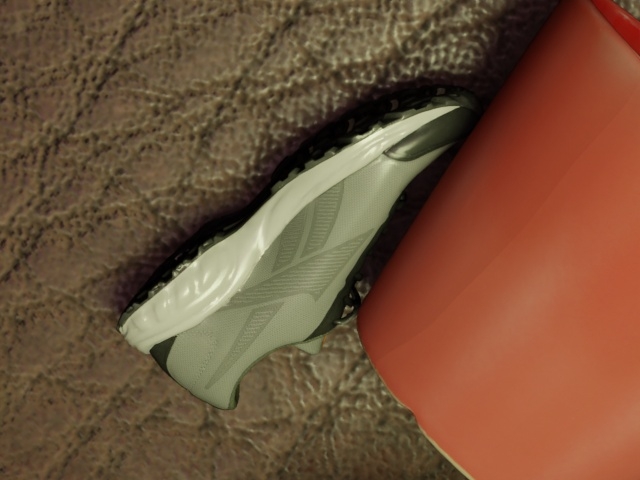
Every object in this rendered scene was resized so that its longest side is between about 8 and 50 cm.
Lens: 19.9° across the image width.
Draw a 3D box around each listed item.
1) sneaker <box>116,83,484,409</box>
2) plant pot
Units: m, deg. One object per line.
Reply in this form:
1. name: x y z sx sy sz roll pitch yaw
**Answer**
1. sneaker: 0.000 0.000 1.161 0.271 0.100 0.108 -40 98 12
2. plant pot: 0.171 0.025 1.094 0.275 0.275 0.243 42 106 -6
